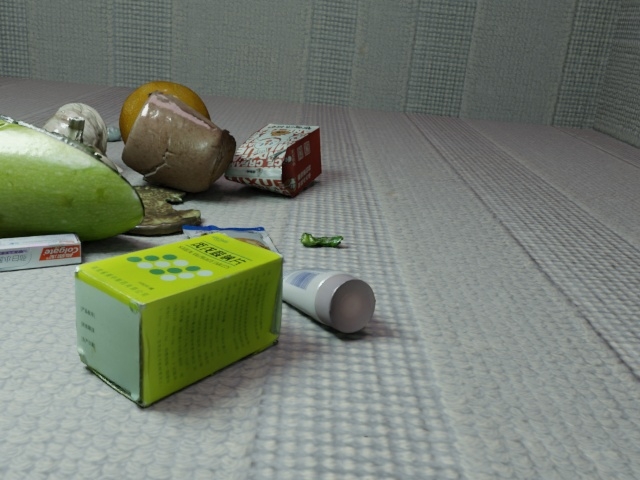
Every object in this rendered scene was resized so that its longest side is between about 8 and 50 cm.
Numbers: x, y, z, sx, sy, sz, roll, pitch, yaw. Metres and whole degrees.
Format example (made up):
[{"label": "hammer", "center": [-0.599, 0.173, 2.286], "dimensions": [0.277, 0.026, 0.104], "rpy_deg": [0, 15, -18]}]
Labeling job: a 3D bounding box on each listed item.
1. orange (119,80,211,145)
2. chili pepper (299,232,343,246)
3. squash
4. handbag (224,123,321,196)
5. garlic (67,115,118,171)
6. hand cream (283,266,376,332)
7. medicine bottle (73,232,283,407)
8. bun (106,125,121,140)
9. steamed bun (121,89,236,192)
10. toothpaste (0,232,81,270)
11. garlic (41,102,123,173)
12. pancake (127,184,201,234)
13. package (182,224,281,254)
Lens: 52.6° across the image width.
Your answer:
[{"label": "orange", "center": [-0.430, -0.319, 1.808], "dimensions": [0.264, 0.264, 0.264], "rpy_deg": [5, 19, -2]}, {"label": "chili pepper", "center": [0.000, 0.001, 1.318], "dimensions": [0.091, 0.034, 0.030], "rpy_deg": [3, 52, -9]}, {"label": "squash", "center": [-0.485, -0.104, 1.177], "dimensions": [0.309, 0.233, 0.210], "rpy_deg": [-5, 54, -16]}, {"label": "handbag", "center": [-0.121, -0.201, 1.702], "dimensions": [0.171, 0.151, 0.298], "rpy_deg": [7, 27, 21]}, {"label": "garlic", "center": [-0.474, -0.152, 1.303], "dimensions": [0.131, 0.194, 0.127], "rpy_deg": [-9, 28, -45]}, {"label": "hand cream", "center": [-0.016, 0.077, 1.038], "dimensions": [0.133, 0.083, 0.248], "rpy_deg": [-4, 10, -27]}, {"label": "medicine bottle", "center": [-0.178, 0.087, 0.848], "dimensions": [0.137, 0.141, 0.250], "rpy_deg": [16, 22, 36]}, {"label": "bun", "center": [-0.684, -0.346, 2.091], "dimensions": [0.083, 0.045, 0.083], "rpy_deg": [3, 15, -1]}, {"label": "steamed bun", "center": [-0.348, -0.213, 1.548], "dimensions": [0.252, 0.199, 0.301], "rpy_deg": [33, -6, -9]}, {"label": "toothpaste", "center": [-0.506, 0.022, 1.084], "dimensions": [0.196, 0.047, 0.040], "rpy_deg": [-6, 19, -30]}, {"label": "garlic", "center": [-0.586, -0.219, 1.601], "dimensions": [0.212, 0.218, 0.218], "rpy_deg": [36, 10, -20]}, {"label": "pancake", "center": [-0.382, -0.069, 1.407], "dimensions": [0.288, 0.033, 0.286], "rpy_deg": [14, 19, 21]}, {"label": "package", "center": [-0.176, 0.003, 1.256], "dimensions": [0.171, 0.027, 0.173], "rpy_deg": [-1, 24, -18]}]
